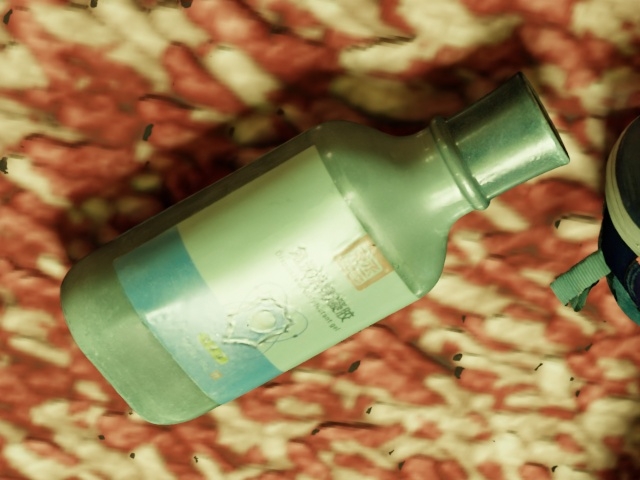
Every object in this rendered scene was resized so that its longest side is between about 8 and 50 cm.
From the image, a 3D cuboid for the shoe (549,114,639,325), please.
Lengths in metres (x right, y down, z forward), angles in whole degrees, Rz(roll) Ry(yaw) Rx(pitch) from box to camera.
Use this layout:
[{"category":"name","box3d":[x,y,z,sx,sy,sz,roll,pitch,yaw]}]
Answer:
[{"category":"shoe","box3d":[0.203,-0.002,0.775,0.207,0.092,0.106,0,148,-15]}]

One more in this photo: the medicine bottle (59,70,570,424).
[{"category":"medicine bottle","box3d":[0.000,0.000,0.752,0.208,0.054,0.090,-29,125,11]}]
